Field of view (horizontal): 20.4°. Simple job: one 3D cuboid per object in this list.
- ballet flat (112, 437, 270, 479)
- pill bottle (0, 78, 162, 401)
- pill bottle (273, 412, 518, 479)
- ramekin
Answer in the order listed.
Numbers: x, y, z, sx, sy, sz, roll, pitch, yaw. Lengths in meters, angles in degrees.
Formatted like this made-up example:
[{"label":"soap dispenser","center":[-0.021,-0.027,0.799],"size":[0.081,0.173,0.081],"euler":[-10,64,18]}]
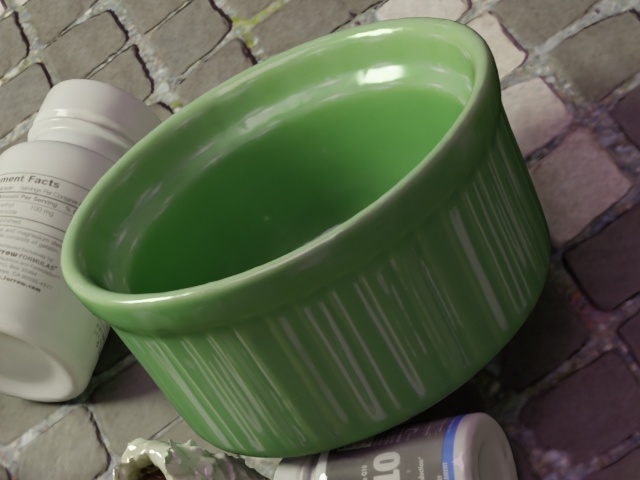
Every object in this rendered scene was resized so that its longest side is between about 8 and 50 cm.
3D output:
[{"label":"ballet flat","center":[-0.132,0.298,1.058],"size":[0.147,0.147,0.408],"euler":[-7,53,31]},{"label":"pill bottle","center":[-0.202,-0.004,1.359],"size":[0.131,0.131,0.229],"euler":[-3,54,33]},{"label":"pill bottle","center":[0.045,0.153,1.093],"size":[0.137,0.078,0.078],"euler":[-13,49,27]},{"label":"ramekin","center":[0.000,0.000,1.149],"size":[0.303,0.148,0.303],"euler":[-23,27,12]}]
